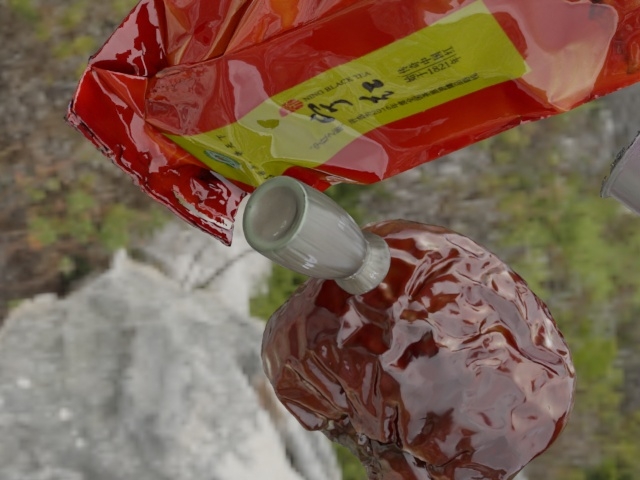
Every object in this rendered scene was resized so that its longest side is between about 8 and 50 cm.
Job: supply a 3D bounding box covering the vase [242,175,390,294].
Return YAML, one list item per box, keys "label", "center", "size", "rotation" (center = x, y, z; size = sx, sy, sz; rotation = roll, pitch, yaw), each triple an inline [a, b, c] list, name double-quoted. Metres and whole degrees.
- label: "vase"
  center: [0.000, 0.000, 1.051]
  size: [0.100, 0.053, 0.053]
  rotation: [30, 61, -48]

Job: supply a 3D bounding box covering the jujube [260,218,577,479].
- label: "jujube"
  center: [0.081, 0.099, 1.329]
  size: [0.232, 0.213, 0.213]
  rotation: [44, 41, 3]

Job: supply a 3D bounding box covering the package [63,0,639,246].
- label: "package"
  center: [0.043, -0.142, 1.149]
  size: [0.196, 0.423, 0.123]
  rotation: [43, 35, -41]

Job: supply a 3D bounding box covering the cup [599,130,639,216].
- label: "cup"
  center: [0.451, -0.028, 1.664]
  size: [0.288, 0.203, 0.203]
  rotation: [42, 35, 14]
